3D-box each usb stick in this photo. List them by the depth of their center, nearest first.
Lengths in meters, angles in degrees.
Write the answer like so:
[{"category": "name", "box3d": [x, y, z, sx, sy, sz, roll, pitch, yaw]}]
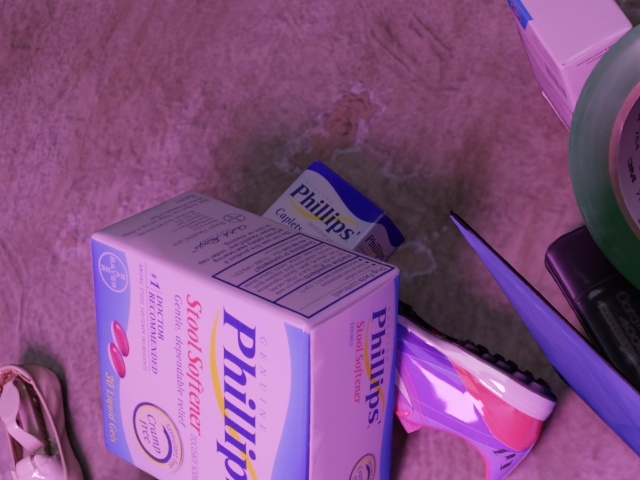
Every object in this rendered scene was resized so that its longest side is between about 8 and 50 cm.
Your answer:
[{"category": "usb stick", "box3d": [0.312, 0.098, 1.329, 0.077, 0.045, 0.278, -27, 55, 1]}]

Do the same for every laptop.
[{"category": "laptop", "box3d": [0.214, 0.249, 1.087, 0.236, 0.382, 0.408, 7, 67, 29]}]

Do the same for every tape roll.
[{"category": "tape roll", "box3d": [0.394, -0.075, 1.234, 0.321, 0.321, 0.077, 10, 26, 29]}]

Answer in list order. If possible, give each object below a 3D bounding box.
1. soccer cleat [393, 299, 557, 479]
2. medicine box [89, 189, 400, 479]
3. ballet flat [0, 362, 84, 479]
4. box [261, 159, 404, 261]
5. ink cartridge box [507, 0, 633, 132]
[{"category": "soccer cleat", "box3d": [0.078, 0.127, 1.361, 0.318, 0.108, 0.116, 29, 94, 18]}, {"category": "medicine box", "box3d": [-0.077, 0.125, 1.340, 0.289, 0.263, 0.149, 21, 32, 35]}, {"category": "ballet flat", "box3d": [-0.327, 0.244, 1.527, 0.086, 0.086, 0.248, -29, 56, 9]}, {"category": "box", "box3d": [0.000, 0.000, 1.510, 0.137, 0.072, 0.126, -47, 55, -5]}, {"category": "ink cartridge box", "box3d": [0.275, -0.193, 1.406, 0.086, 0.203, 0.148, -30, 56, 5]}]
